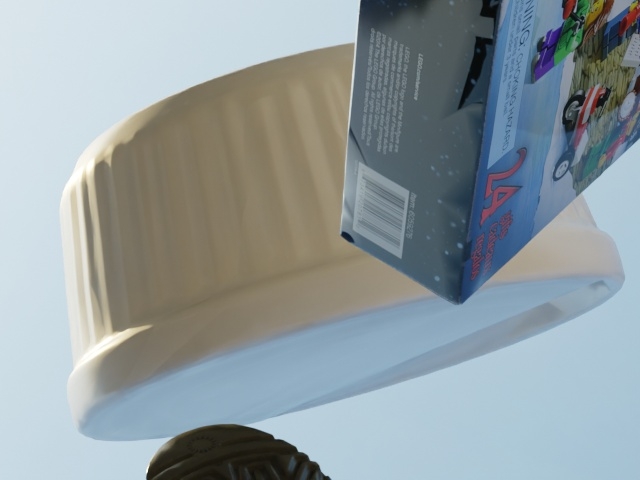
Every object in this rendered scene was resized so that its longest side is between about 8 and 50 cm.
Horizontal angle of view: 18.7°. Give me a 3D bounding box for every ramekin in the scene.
[{"bbox_3d":[0.000,0.000,0.931,0.273,0.273,0.127,-20,-103,21],"label":"ramekin"}]

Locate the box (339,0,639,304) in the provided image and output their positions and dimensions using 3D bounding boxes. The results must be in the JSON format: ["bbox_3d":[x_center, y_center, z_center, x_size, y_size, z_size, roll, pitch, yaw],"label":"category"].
[{"bbox_3d":[0.076,-0.114,0.497,0.044,0.233,0.159,31,-129,25],"label":"box"}]

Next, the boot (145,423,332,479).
[{"bbox_3d":[-0.014,0.199,0.743,0.076,0.208,0.189,-17,-134,-21],"label":"boot"}]
